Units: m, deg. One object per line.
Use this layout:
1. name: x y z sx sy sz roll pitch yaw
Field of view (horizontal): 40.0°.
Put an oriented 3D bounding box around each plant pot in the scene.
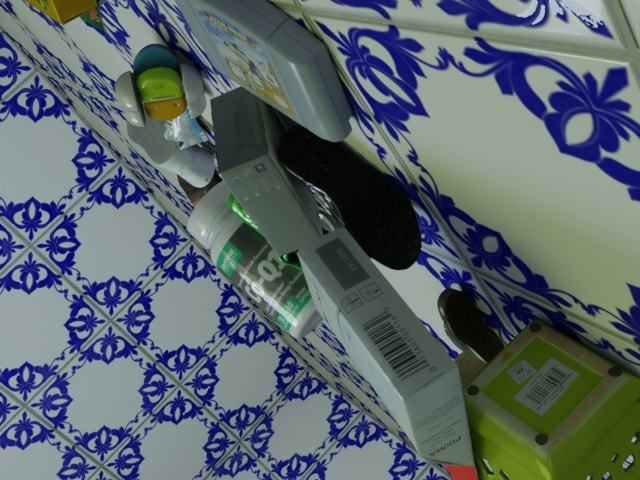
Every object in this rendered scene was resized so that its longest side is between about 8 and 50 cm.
1. plant pot: 0.331 0.261 1.254 0.227 0.228 0.207 34 157 44

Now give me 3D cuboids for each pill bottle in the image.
1. pill bottle: -0.117 0.033 1.995 0.361 0.204 0.204 41 168 13

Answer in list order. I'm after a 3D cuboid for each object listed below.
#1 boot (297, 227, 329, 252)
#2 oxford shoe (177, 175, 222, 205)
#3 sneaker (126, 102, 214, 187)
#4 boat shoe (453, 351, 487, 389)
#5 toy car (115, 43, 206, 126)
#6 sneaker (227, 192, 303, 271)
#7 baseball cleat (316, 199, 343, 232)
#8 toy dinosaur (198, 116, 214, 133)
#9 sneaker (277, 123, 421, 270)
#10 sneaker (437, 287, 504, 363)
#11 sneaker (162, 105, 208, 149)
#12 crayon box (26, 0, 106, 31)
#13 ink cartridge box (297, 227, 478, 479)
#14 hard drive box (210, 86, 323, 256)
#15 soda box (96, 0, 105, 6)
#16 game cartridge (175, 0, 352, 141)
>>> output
1. boot: 0.000 0.000 1.740 0.121 0.099 0.045 48 166 -23
2. oxford shoe: -0.334 -0.160 2.339 0.098 0.097 0.271 55 165 -20
3. sneaker: -0.358 -0.229 2.133 0.169 0.108 0.292 33 -165 -44
4. boat shoe: 0.358 0.321 1.661 0.285 0.103 0.092 37 163 5
5. toy car: -0.305 -0.303 1.672 0.182 0.159 0.136 101 159 -77
6. sneaker: -0.062 -0.022 1.810 0.295 0.109 0.123 35 -168 3
7. baseball cleat: 0.031 -0.047 1.590 0.206 0.072 0.109 32 -170 24
8. toy dinosaur: -0.190 -0.193 1.855 0.211 0.064 0.112 33 133 59
9. sneaker: 0.058 -0.063 1.368 0.283 0.107 0.124 49 178 18
10. sneaker: 0.239 0.146 1.525 0.086 0.064 0.192 19 156 53
11. sneaker: -0.311 -0.259 1.910 0.071 0.083 0.191 54 174 35
12. crayon box: -0.492 -0.504 1.497 0.202 0.081 0.318 34 151 38
13. ink cartridge box: 0.103 0.211 1.302 0.308 0.091 0.385 52 164 43
14. hard drive box: -0.087 -0.116 1.459 0.232 0.089 0.181 57 -164 -47
15. soda box: -0.442 -0.488 1.618 0.169 0.060 0.053 35 168 39
16. game cartridge: -0.089 -0.267 1.226 0.297 0.062 0.198 36 170 33
